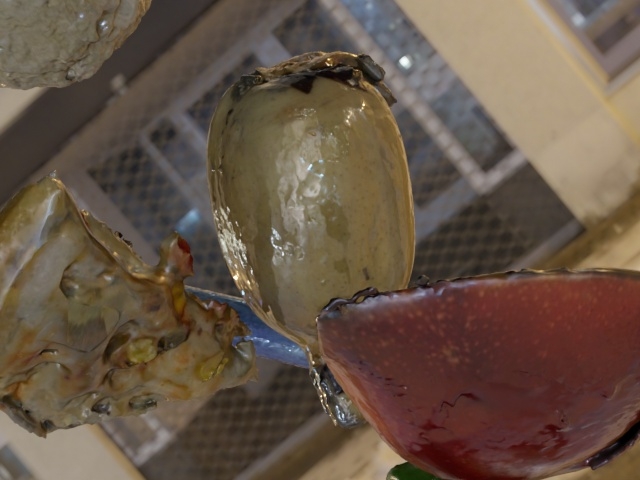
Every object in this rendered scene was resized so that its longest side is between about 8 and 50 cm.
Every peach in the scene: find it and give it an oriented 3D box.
[{"bbox_3d":[0.107,0.074,0.696,0.279,0.068,0.189,10,-35,-42],"label":"peach"}]

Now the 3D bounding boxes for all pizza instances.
[{"bbox_3d":[-0.155,0.076,1.043,0.189,0.071,0.297,-51,-40,0],"label":"pizza"}]

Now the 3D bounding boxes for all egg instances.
[{"bbox_3d":[-0.320,-0.292,1.460,0.310,0.279,0.279,-6,3,0],"label":"egg"}]

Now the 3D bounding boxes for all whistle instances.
[{"bbox_3d":[-0.107,0.085,1.500,0.062,0.304,0.062,12,-90,-72],"label":"whistle"}]

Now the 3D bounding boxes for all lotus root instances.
[{"bbox_3d":[0.000,0.000,1.146,0.182,0.310,0.183,-11,5,1],"label":"lotus root"}]

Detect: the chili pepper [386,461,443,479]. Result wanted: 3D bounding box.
[{"bbox_3d":[0.133,0.230,0.826,0.074,0.257,0.100,-36,-14,1],"label":"chili pepper"}]
